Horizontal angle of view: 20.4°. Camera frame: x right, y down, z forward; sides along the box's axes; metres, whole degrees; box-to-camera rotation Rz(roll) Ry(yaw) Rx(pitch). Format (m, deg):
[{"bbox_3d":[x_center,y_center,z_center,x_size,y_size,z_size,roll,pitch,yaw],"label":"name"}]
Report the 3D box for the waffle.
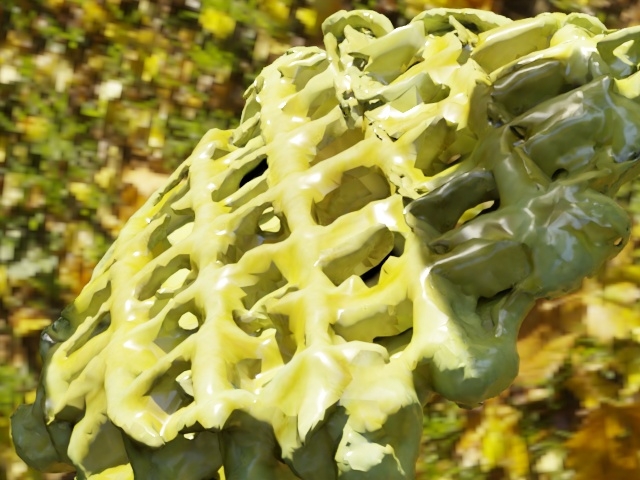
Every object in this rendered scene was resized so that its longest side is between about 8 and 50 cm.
[{"bbox_3d":[0.000,0.000,0.771,0.317,0.073,0.297,-3,46,53],"label":"waffle"}]
